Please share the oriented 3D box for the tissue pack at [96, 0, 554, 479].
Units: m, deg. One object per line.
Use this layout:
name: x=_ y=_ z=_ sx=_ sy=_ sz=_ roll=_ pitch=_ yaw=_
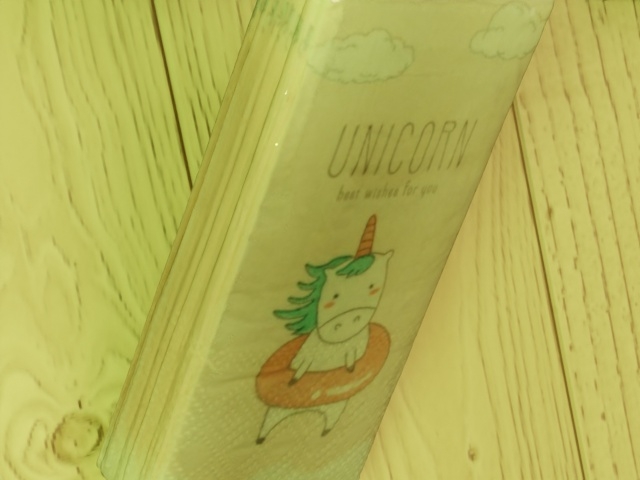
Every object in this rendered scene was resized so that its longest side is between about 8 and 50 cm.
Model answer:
tissue pack: x=0.000 y=0.000 z=1.023 sx=0.170 sy=0.071 sz=0.325 roll=-4 pitch=125 yaw=-42
